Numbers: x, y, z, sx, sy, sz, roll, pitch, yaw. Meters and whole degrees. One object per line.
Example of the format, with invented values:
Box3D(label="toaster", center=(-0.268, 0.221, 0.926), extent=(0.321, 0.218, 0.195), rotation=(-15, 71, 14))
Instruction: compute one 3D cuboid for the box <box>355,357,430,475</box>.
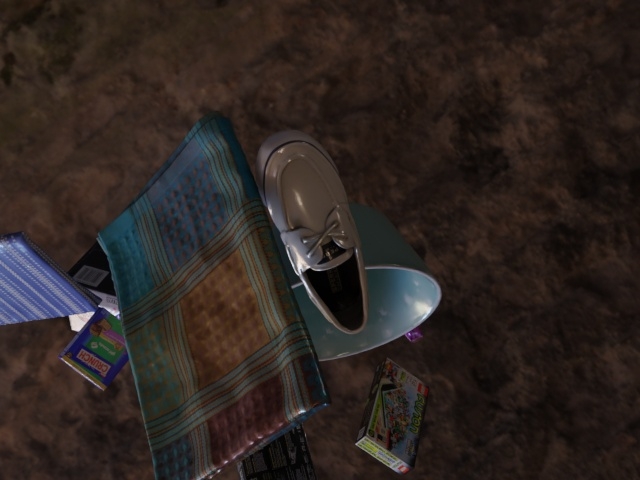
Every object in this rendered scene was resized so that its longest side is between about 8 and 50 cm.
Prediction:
Box3D(label="box", center=(0.141, 0.331, 1.453), extent=(0.036, 0.114, 0.207), rotation=(-48, -169, 37))

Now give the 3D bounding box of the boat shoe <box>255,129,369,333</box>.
Box3D(label="boat shoe", center=(0.000, 0.000, 0.879), extent=(0.096, 0.267, 0.088), rotation=(-21, -144, -9))

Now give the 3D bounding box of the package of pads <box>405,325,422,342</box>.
Box3D(label="package of pads", center=(0.186, 0.177, 1.646), extent=(0.032, 0.050, 0.083), rotation=(-26, -142, -11))

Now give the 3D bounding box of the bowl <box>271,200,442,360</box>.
Box3D(label="bowl", center=(0.016, 0.053, 1.185), extent=(0.311, 0.311, 0.163), rotation=(-30, -124, 24))

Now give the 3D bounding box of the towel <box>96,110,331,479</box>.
Box3D(label="towel", center=(-0.141, 0.069, 0.860), extent=(0.271, 0.040, 0.370), rotation=(-40, -123, 31))

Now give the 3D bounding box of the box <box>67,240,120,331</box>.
Box3D(label="box", center=(-0.352, 0.114, 1.495), extent=(0.247, 0.142, 0.163), rotation=(14, -140, 14))

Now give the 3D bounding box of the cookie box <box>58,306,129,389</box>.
Box3D(label="cookie box", center=(-0.366, 0.181, 1.278), extent=(0.107, 0.092, 0.040), rotation=(-54, -163, -19))

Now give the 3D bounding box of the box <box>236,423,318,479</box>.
Box3D(label="box", center=(-0.096, 0.468, 1.593), extent=(0.077, 0.147, 0.180), rotation=(111, -34, -56))

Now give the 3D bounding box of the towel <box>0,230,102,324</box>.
Box3D(label="towel", center=(-0.567, 0.071, 1.268), extent=(0.336, 0.243, 0.040), rotation=(-8, -124, 15))
